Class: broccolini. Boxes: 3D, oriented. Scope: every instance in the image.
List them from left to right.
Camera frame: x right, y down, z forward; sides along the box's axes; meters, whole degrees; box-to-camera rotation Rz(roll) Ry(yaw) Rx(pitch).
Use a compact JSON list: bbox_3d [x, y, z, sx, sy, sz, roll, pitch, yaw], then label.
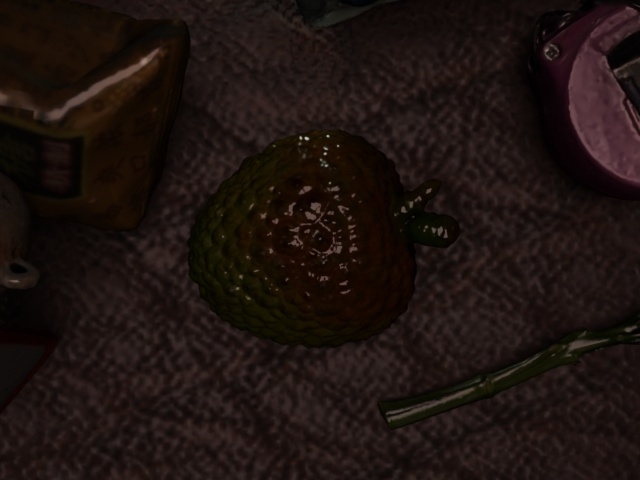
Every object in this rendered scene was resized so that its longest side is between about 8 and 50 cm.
[{"bbox_3d":[0.137,0.062,0.581,0.218,0.042,0.044,-16,89,-1],"label":"broccolini"}]

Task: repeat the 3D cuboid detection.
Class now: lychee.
[{"bbox_3d":[0.000,0.000,0.542,0.146,0.114,0.114,-17,89,20],"label":"lychee"}]

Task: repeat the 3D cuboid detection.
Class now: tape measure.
[{"bbox_3d":[0.177,-0.085,0.569,0.118,0.074,0.125,-32,88,-2],"label":"tape measure"}]

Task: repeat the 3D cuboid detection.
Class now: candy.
[{"bbox_3d":[-0.207,-0.084,0.535,0.271,0.101,0.143,14,133,-3],"label":"candy"}]

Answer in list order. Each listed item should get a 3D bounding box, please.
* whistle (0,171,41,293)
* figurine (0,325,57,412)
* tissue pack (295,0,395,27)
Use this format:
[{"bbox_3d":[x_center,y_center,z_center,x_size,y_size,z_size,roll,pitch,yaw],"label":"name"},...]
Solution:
[{"bbox_3d":[-0.220,-0.025,0.471,0.220,0.107,0.057,20,112,16],"label":"whistle"},{"bbox_3d":[-0.289,0.043,0.518,0.226,0.160,0.183,40,86,7],"label":"figurine"},{"bbox_3d":[0.079,-0.336,0.528,0.287,0.162,0.388,-14,90,-2],"label":"tissue pack"}]
